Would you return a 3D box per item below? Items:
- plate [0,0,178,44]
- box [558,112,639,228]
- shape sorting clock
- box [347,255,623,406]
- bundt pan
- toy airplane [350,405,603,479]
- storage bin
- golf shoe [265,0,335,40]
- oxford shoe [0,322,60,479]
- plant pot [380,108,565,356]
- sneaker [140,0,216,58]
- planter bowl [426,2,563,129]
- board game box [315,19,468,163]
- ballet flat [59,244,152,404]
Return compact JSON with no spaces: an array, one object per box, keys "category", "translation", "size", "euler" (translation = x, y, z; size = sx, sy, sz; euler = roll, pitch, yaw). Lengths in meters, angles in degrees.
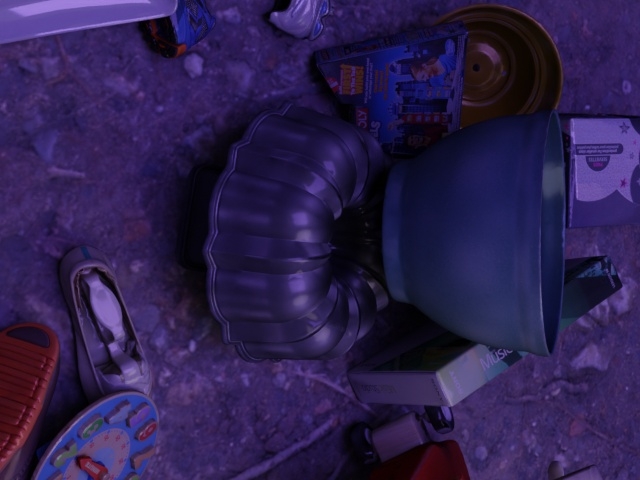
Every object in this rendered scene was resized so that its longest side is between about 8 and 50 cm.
[{"category":"plate","translation":[-0.298,-0.345,1.340],"size":[0.278,0.045,0.277],"euler":[-13,135,-14]},{"category":"box","translation":[0.414,-0.106,1.857],"size":[0.247,0.142,0.163],"euler":[-3,97,-33]},{"category":"shape sorting clock","translation":[-0.262,0.267,1.469],"size":[0.206,0.040,0.206],"euler":[-36,144,-31]},{"category":"box","translation":[0.219,0.122,1.700],"size":[0.322,0.232,0.058],"euler":[-32,99,-27]},{"category":"bundt pan","translation":[0.000,0.000,1.533],"size":[0.331,0.124,0.331],"euler":[-25,119,-55]},{"category":"toy airplane","translation":[0.125,0.389,1.576],"size":[0.384,0.386,0.272],"euler":[-33,99,-25]},{"category":"storage bin","translation":[-0.110,-0.022,1.558],"size":[0.098,0.091,0.135],"euler":[10,90,-33]},{"category":"golf shoe","translation":[-0.019,-0.347,1.602],"size":[0.086,0.069,0.176],"euler":[14,86,-27]},{"category":"oxford shoe","translation":[-0.385,0.266,1.415],"size":[0.363,0.130,0.133],"euler":[-65,155,-18]},{"category":"plant pot","translation":[0.184,-0.010,1.512],"size":[0.293,0.196,0.293],"euler":[1,90,-73]},{"category":"sneaker","translation":[-0.183,-0.333,1.497],"size":[0.087,0.083,0.221],"euler":[-27,115,-40]},{"category":"planter bowl","translation":[0.218,-0.228,1.727],"size":[0.217,0.090,0.217],"euler":[0,113,0]},{"category":"board game box","translation":[0.088,-0.192,1.657],"size":[0.194,0.060,0.194],"euler":[1,115,-3]},{"category":"ballet flat","translation":[-0.248,0.126,1.489],"size":[0.086,0.086,0.248],"euler":[-26,108,-28]}]
